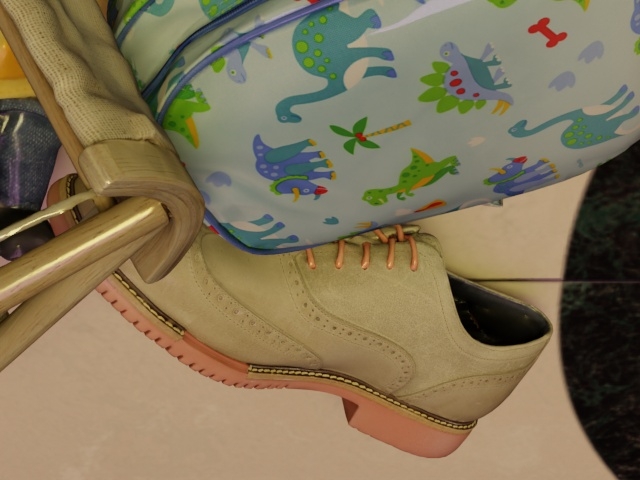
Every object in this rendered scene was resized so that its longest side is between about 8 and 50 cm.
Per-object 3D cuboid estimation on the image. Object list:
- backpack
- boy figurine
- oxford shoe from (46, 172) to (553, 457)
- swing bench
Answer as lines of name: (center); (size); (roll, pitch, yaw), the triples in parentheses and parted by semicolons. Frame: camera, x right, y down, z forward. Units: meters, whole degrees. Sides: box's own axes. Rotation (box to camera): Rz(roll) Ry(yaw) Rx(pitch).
backpack: (0.049, -0.139, 0.668); (0.355, 0.274, 0.290); (-1, 158, 19)
boy figurine: (-0.191, -0.129, 0.748); (0.177, 0.092, 0.285); (-1, 116, -37)
oxford shoe: (0.000, 0.023, 0.827); (0.397, 0.140, 0.146); (26, 120, -39)
swing bench: (-0.206, -0.064, 0.587); (0.254, 0.165, 0.253); (-33, 77, 14)
